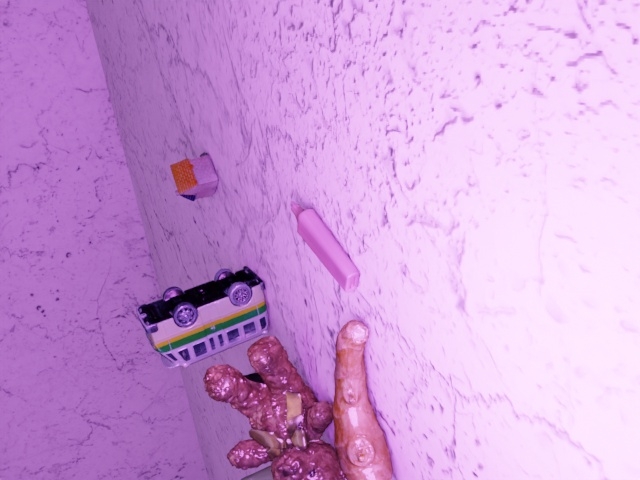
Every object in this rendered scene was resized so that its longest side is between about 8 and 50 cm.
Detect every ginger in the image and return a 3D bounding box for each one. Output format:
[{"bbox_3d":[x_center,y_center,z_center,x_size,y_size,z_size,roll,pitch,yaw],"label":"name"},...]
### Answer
[{"bbox_3d":[0.058,0.265,0.924,0.131,0.086,0.294,-104,7,-77],"label":"ginger"}]

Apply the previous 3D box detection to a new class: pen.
[{"bbox_3d":[0.000,0.000,0.928,0.197,0.032,0.053,53,152,35],"label":"pen"}]

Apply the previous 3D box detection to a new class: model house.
[{"bbox_3d":[-0.318,-0.153,1.478,0.088,0.100,0.101,67,158,14],"label":"model house"}]

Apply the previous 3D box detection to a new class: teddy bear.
[{"bbox_3d":[-0.084,0.367,1.145,0.296,0.246,0.222,52,-169,-33],"label":"teddy bear"}]

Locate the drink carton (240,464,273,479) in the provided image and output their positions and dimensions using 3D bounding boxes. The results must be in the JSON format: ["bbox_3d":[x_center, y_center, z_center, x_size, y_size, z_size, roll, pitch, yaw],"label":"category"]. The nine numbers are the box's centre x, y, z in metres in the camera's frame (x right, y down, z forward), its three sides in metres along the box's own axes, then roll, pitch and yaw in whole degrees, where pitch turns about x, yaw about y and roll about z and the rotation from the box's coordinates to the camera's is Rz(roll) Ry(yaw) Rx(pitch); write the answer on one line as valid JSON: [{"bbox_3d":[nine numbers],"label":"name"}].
[{"bbox_3d":[-0.112,0.605,1.454,0.146,0.142,0.144,84,163,-72],"label":"drink carton"}]

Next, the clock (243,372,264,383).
[{"bbox_3d":[-0.167,0.456,1.649,0.184,0.040,0.184,50,149,45],"label":"clock"}]

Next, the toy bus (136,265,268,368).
[{"bbox_3d":[-0.260,0.180,1.358,0.133,0.276,0.165,31,137,60],"label":"toy bus"}]
